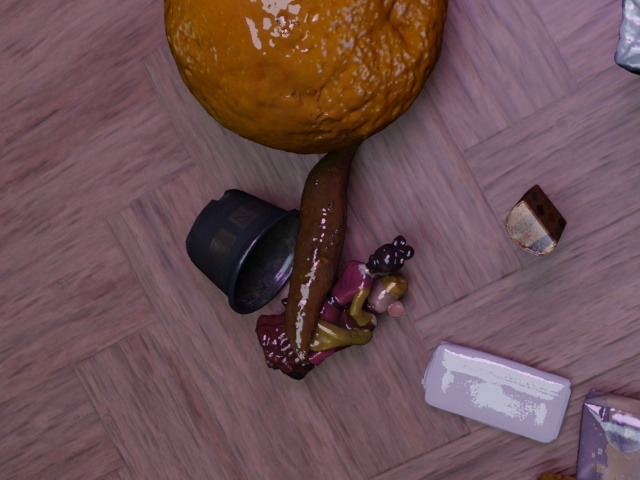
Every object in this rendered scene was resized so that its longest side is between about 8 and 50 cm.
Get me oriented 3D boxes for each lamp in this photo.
[{"bbox_3d":[0.033,0.085,1.368,0.253,0.118,0.118,-36,87,15],"label":"lamp"}]

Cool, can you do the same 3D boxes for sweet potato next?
[{"bbox_3d":[0.000,0.000,1.317,0.066,0.072,0.314,11,71,-4],"label":"sweet potato"}]

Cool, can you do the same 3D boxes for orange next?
[{"bbox_3d":[-0.023,-0.270,1.218,0.293,0.341,0.340,20,105,40],"label":"orange"}]

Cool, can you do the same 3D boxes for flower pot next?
[{"bbox_3d":[-0.102,0.004,1.379,0.107,0.157,0.157,33,107,21],"label":"flower pot"}]

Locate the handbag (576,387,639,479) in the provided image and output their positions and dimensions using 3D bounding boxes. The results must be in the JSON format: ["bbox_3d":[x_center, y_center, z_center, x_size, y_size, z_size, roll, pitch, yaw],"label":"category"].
[{"bbox_3d":[0.408,0.255,1.291,0.173,0.095,0.117,9,107,24],"label":"handbag"}]

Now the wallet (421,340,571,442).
[{"bbox_3d":[0.226,0.196,1.364,0.190,0.033,0.095,15,101,14],"label":"wallet"}]

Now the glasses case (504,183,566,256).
[{"bbox_3d":[0.255,-0.022,1.247,0.041,0.170,0.064,-39,87,18],"label":"glasses case"}]

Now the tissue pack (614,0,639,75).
[{"bbox_3d":[0.443,-0.205,1.075,0.228,0.316,0.103,15,105,22],"label":"tissue pack"}]

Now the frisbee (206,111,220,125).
[{"bbox_3d":[-0.111,-0.203,1.414,0.110,0.014,0.110,3,100,16],"label":"frisbee"}]

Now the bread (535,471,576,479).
[{"bbox_3d":[0.361,0.366,1.322,0.211,0.083,0.113,16,98,14],"label":"bread"}]
